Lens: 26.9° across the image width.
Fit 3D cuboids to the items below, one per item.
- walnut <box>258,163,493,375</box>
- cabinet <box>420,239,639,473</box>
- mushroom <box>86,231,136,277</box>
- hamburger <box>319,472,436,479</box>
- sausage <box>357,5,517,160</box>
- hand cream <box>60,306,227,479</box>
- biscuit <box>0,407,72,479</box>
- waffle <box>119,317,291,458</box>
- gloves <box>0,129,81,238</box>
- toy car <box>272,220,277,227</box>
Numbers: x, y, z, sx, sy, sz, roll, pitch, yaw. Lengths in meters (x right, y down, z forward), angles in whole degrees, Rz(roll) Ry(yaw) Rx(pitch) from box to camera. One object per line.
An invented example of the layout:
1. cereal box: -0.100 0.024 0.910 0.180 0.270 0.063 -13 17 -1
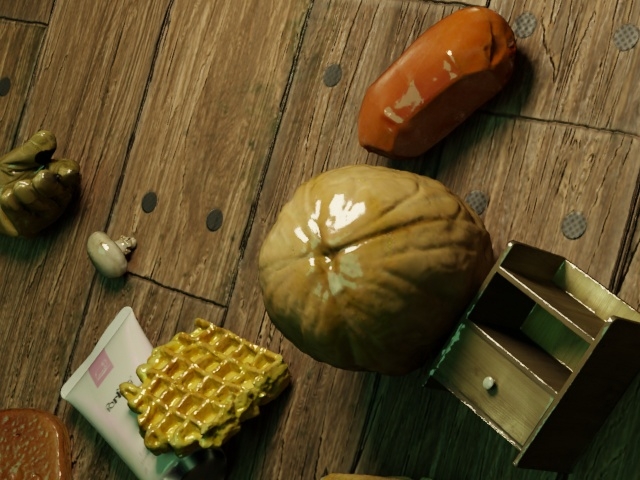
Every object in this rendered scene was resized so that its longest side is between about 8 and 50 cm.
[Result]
1. walnut: 0.072 0.040 1.688 0.252 0.313 0.277 40 97 26
2. cabinet: 0.264 0.143 1.616 0.175 0.148 0.215 41 106 37
3. mushroom: -0.337 0.016 2.177 0.079 0.085 0.085 -36 52 -15
4. hamburger: 0.094 0.367 1.705 0.207 0.155 0.135 -3 82 30
5. sausage: 0.154 -0.210 1.803 0.258 0.133 0.133 -42 57 28
6. hand cream: -0.273 0.262 2.043 0.185 0.118 0.358 -54 48 7
7. biscuit: -0.525 0.415 2.204 0.262 0.052 0.277 -16 65 18
8. waffle: -0.191 0.220 1.939 0.229 0.057 0.219 19 52 40
9. gloves: -0.503 -0.086 2.283 0.331 0.141 0.154 -6 50 47
10. toy car: 0.000 0.000 1.901 0.170 0.080 0.070 -15 71 35
